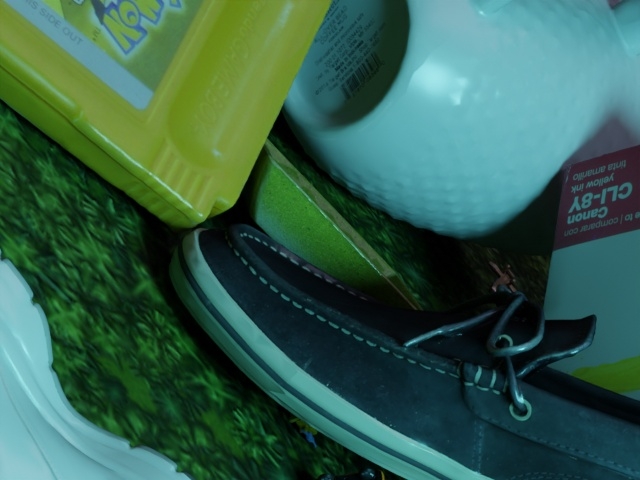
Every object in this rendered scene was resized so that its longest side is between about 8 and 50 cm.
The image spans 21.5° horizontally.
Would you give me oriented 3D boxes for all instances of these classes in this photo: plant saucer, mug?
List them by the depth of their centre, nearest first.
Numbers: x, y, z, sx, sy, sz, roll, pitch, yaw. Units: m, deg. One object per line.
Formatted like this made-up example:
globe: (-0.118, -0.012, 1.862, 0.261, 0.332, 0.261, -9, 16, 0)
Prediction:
plant saucer: (0.000, 0.000, 1.340, 0.188, 0.045, 0.188, 46, 3, -13)
mug: (0.159, -0.165, 1.535, 0.328, 0.374, 0.276, 13, 54, -47)

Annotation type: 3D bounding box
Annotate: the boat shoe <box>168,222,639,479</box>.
boat shoe: (0.128, 0.105, 1.169, 0.500, 0.156, 0.187, 29, 10, 10)

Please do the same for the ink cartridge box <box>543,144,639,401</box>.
ink cartridge box: (0.318, 0.145, 1.428, 0.279, 0.160, 0.384, 34, 56, -36)

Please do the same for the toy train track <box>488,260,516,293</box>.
toy train track: (0.191, 0.042, 1.751, 0.048, 0.014, 0.083, 52, 22, 2)

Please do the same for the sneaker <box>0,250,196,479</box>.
sneaker: (-0.152, 0.131, 0.834, 0.297, 0.111, 0.129, 47, 37, 0)

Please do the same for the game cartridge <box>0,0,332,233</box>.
game cartridge: (-0.149, -0.198, 1.223, 0.324, 0.053, 0.285, 38, 52, -21)

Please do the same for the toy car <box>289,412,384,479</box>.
toy car: (0.017, 0.153, 1.164, 0.040, 0.060, 0.122, 54, 17, -40)
